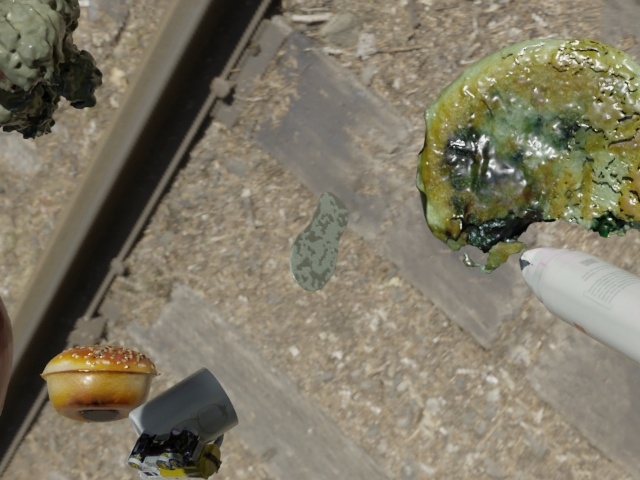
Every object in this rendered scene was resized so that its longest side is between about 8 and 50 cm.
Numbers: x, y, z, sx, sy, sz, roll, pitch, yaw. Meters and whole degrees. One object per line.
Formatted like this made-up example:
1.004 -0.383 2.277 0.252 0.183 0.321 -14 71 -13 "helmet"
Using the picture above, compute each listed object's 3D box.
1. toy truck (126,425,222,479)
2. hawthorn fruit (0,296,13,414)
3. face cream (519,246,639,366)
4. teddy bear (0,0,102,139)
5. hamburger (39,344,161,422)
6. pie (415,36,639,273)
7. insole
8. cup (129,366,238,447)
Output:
-0.187 0.279 1.224 0.123 0.052 0.063 -12 130 38 "toy truck"
-0.261 0.069 0.596 0.148 0.172 0.148 13 148 8 "hawthorn fruit"
0.370 0.082 1.235 0.101 0.345 0.102 -4 104 -14 "face cream"
-0.484 -0.266 1.422 0.357 0.224 0.368 24 143 11 "teddy bear"
-0.440 0.278 1.895 0.236 0.236 0.148 -21 63 34 "hamburger"
0.299 -0.115 1.243 0.371 0.078 0.297 -9 99 23 "pie"
0.000 0.000 1.168 0.006 0.193 0.065 -34 109 32 "insole"
-0.189 0.274 1.386 0.136 0.133 0.099 64 158 -10 "cup"
